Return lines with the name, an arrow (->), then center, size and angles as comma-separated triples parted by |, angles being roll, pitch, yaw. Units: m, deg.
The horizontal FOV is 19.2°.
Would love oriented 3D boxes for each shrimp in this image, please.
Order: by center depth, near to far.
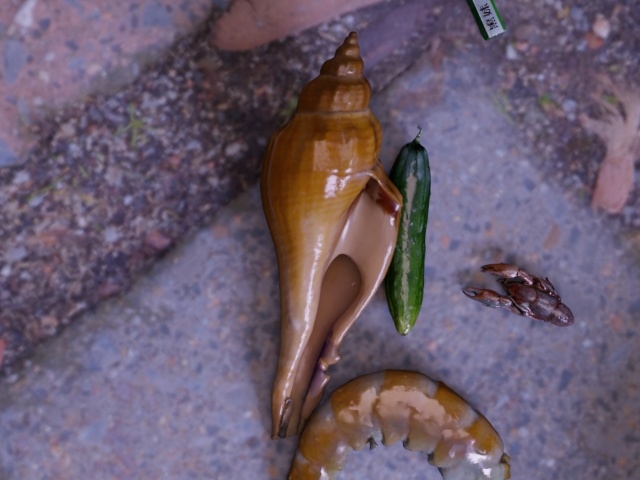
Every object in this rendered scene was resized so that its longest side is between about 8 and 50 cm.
shrimp -> 0.057, 0.185, 1.496 | 0.161, 0.049, 0.166 | 37, 97, -14
shrimp -> 0.162, 0.041, 1.515 | 0.092, 0.029, 0.038 | 16, 89, 0

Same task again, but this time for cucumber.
cucumber -> 0.068, -0.009, 1.505 | 0.039, 0.039, 0.168 | 2, 92, -4

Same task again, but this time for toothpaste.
toothpaste -> 0.124, -0.202, 1.519 | 0.017, 0.020, 0.083 | -25, 91, -8

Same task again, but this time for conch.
conch -> -0.002, -0.002, 1.483 | 0.109, 0.093, 0.330 | 3, 110, -21
